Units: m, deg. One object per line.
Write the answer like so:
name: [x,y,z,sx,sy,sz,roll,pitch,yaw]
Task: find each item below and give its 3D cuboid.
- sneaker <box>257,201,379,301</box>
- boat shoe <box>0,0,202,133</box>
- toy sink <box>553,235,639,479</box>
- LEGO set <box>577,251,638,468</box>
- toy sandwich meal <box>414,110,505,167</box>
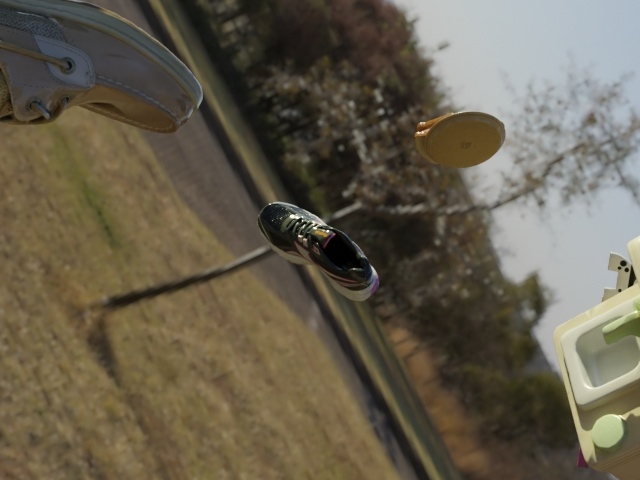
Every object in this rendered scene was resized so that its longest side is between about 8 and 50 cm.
sneaker: [0.000,0.000,1.623,0.178,0.072,0.077,30,-20,14]
boat shoe: [-0.224,-0.130,0.936,0.302,0.109,0.098,23,70,-37]
toy sink: [0.299,0.131,1.133,0.234,0.131,0.152,36,33,-39]
LEGO set: [0.337,0.129,1.366,0.087,0.093,0.227,-11,109,-78]
toy sandwich meal: [0.132,-0.099,1.209,0.085,0.086,0.029,61,18,-50]
